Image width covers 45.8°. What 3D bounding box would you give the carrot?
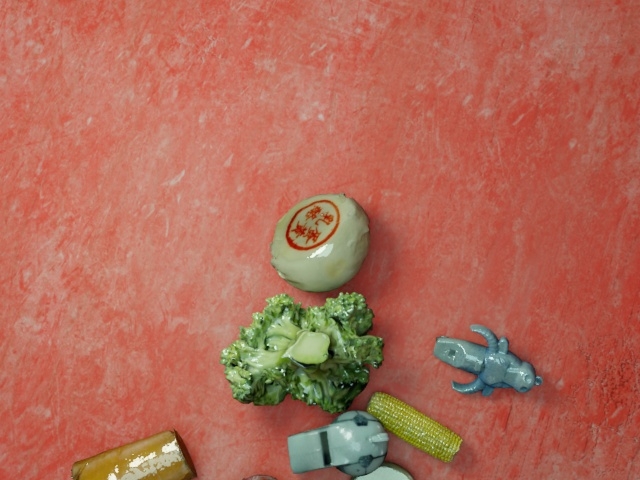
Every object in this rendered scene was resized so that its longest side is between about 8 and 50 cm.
[{"bbox_3d":[-0.446,0.560,1.849,0.254,0.196,0.196,-29,82,-7],"label":"carrot"}]

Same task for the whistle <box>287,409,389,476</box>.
[{"bbox_3d":[0.063,0.487,1.805,0.163,0.290,0.163,16,62,-32],"label":"whistle"}]

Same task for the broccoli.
[{"bbox_3d":[-0.030,0.261,1.794,0.338,0.317,0.277,18,70,-31],"label":"broccoli"}]

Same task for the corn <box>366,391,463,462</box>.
[{"bbox_3d":[0.225,0.451,1.833,0.248,0.081,0.081,29,88,8],"label":"corn"}]

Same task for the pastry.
[{"bbox_3d":[-0.001,0.002,1.838,0.265,0.133,0.265,-22,43,23],"label":"pastry"}]

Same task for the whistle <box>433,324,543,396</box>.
[{"bbox_3d":[0.403,0.297,1.826,0.269,0.093,0.180,15,111,8],"label":"whistle"}]

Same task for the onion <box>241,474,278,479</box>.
[{"bbox_3d":[-0.148,0.635,1.794,0.159,0.195,0.159,-2,73,6],"label":"onion"}]

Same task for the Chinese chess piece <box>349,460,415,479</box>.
[{"bbox_3d":[0.151,0.629,1.824,0.188,0.083,0.188,-1,81,6],"label":"Chinese chess piece"}]
